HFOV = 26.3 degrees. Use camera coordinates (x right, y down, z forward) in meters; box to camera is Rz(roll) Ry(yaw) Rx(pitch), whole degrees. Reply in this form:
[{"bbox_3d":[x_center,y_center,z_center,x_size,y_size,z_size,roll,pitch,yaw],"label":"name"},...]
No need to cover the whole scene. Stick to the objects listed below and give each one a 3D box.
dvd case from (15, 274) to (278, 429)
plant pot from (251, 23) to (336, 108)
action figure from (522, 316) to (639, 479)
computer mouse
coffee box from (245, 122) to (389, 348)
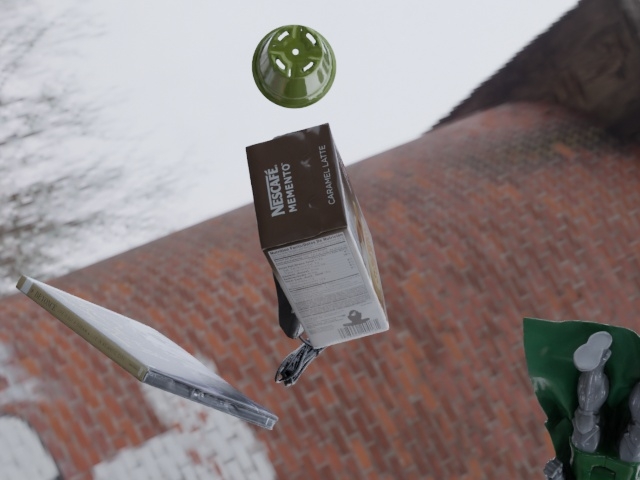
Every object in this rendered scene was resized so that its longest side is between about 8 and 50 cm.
[{"bbox_3d":[-0.158,0.099,1.238,0.221,0.164,0.018,27,-91,46],"label":"dvd case"},{"bbox_3d":[-0.025,-0.172,1.301,0.079,0.083,0.083,125,-59,-87],"label":"plant pot"},{"bbox_3d":[0.200,0.154,0.956,0.137,0.063,0.232,13,-44,17],"label":"action figure"},{"bbox_3d":[0.004,0.059,1.845,0.060,0.184,0.262,15,-57,25],"label":"computer mouse"},{"bbox_3d":[0.000,0.000,1.545,0.246,0.098,0.141,66,11,-57],"label":"coffee box"}]
